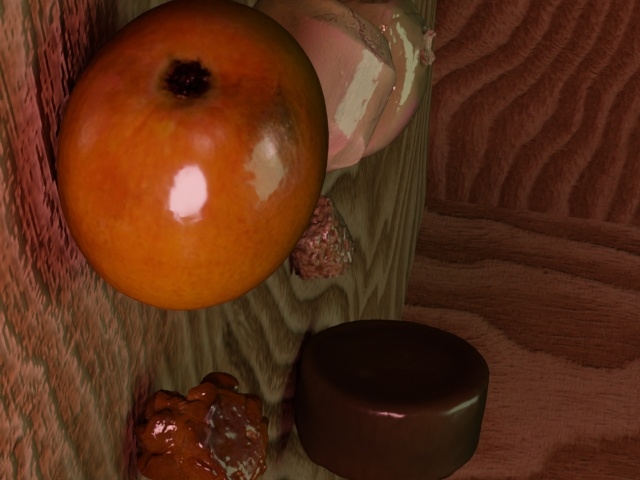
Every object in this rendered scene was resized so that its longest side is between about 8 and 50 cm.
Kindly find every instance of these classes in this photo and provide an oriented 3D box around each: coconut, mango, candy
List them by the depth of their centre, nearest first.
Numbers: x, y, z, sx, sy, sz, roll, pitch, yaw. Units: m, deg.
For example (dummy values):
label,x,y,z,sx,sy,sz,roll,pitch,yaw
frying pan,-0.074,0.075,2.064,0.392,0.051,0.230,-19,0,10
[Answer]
label,x,y,z,sx,sy,sz,roll,pitch,yaw
mango,-0.081,-0.056,1.004,0.317,0.173,0.211,70,28,-87
coconut,-0.023,-0.139,1.363,0.183,0.171,0.171,-59,170,-2
candy,0.000,0.000,1.942,0.095,0.085,0.110,-86,166,-46

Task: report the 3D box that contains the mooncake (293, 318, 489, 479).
label,x,y,z,sx,sy,sz,roll,pitch,yaw
mooncake,0.102,0.239,2.130,0.284,0.284,0.155,-67,161,-61

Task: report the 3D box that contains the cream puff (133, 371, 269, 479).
label,x,y,z,sx,sy,sz,roll,pitch,yaw
cream puff,-0.104,0.175,1.253,0.122,0.094,0.116,3,71,-52

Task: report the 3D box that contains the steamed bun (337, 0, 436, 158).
label,x,y,z,sx,sy,sz,roll,pitch,yaw
steamed bun,0.080,-0.227,1.984,0.170,0.153,0.238,-54,148,-71
